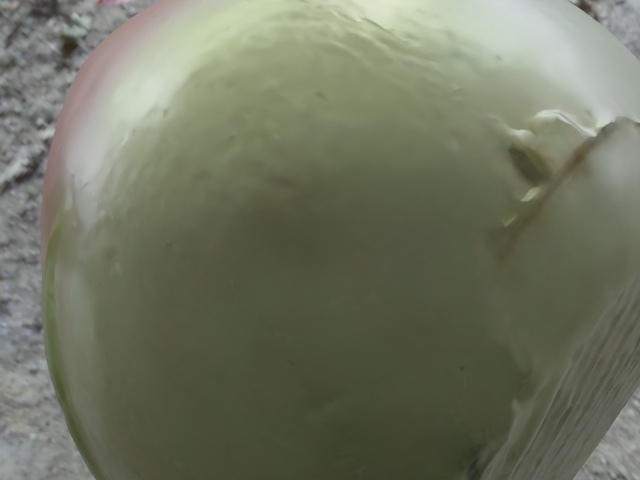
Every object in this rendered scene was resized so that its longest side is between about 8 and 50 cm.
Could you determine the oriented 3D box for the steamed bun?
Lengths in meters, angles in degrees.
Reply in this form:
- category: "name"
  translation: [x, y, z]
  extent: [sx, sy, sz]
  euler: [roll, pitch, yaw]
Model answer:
- category: "steamed bun"
  translation: [0.000, 0.000, 0.588]
  extent: [0.309, 0.309, 0.309]
  euler: [-9, 65, 21]
